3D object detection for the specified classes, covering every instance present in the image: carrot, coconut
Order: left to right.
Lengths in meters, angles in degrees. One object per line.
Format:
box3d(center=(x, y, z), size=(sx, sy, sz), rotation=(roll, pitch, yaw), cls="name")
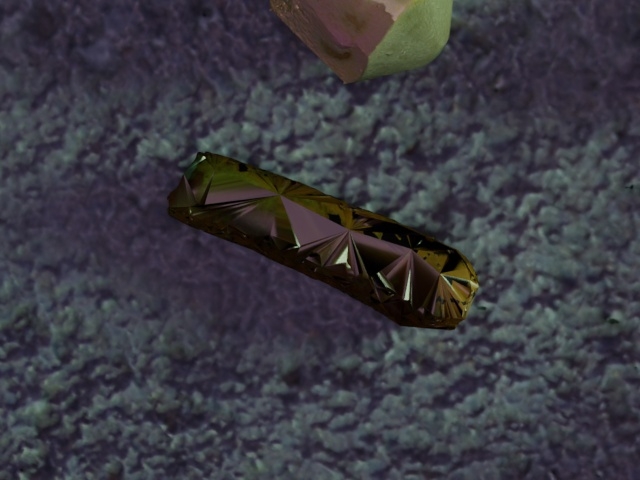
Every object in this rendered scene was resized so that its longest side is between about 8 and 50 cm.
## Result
box3d(center=(0.000, -0.001, 0.852), size=(0.228, 0.069, 0.069), rotation=(23, 100, 0), cls="carrot")
box3d(center=(0.034, -0.165, 0.799), size=(0.122, 0.116, 0.116), rotation=(44, 99, 0), cls="coconut")
